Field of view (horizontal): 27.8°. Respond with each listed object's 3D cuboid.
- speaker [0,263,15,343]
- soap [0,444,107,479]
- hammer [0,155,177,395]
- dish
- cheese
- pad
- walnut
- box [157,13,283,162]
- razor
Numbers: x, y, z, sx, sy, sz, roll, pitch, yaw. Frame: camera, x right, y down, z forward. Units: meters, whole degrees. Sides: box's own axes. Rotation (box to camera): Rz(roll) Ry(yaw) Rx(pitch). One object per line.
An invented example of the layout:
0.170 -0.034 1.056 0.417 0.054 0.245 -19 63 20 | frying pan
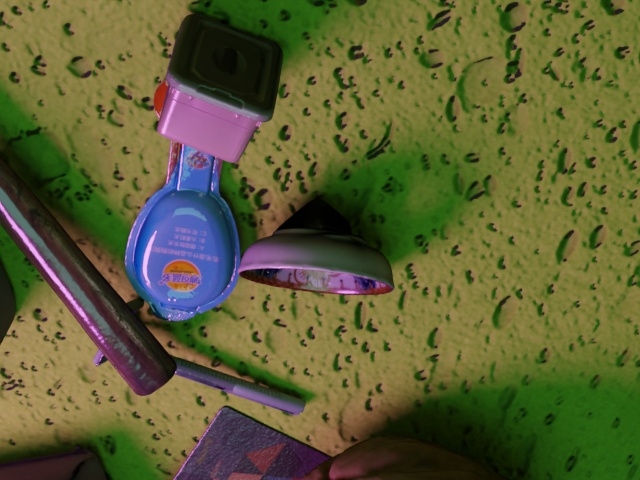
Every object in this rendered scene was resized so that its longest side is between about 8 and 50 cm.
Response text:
-0.504 0.097 1.184 0.406 0.184 0.183 -8 123 9 | speaker
-0.347 0.383 1.380 0.296 0.107 0.285 -10 106 11 | soap
-0.266 -0.029 1.138 0.168 0.044 0.440 -31 115 10 | hammer
0.000 0.000 1.153 0.141 0.141 0.078 6 80 1 | dish
-0.116 -0.033 1.160 0.106 0.037 0.256 9 119 -5 | cheese
-0.047 0.271 1.370 0.211 0.003 0.143 28 109 -15 | pad
0.102 0.314 1.274 0.282 0.227 0.283 9 133 10 | walnut
-0.083 -0.121 1.040 0.089 0.122 0.062 20 123 -10 | box
-0.112 0.131 1.275 0.211 0.036 0.084 25 125 -13 | razor
